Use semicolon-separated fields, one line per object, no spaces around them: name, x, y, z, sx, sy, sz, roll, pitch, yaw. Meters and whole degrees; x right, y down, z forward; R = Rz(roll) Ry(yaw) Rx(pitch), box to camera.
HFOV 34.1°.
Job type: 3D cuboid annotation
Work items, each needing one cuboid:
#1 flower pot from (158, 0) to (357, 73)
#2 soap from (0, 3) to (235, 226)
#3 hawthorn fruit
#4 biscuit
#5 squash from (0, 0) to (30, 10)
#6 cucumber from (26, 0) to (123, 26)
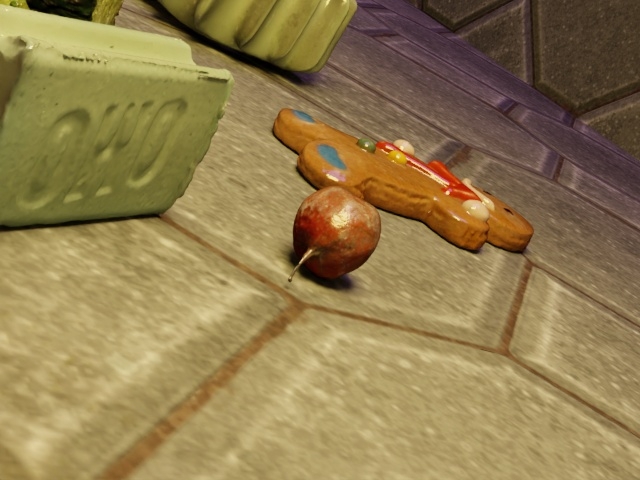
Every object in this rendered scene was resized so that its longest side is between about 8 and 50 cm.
flower pot;-0.131;-0.364;1.378;0.254;0.165;0.367;20;19;-44
soap;-0.143;-0.070;0.618;0.063;0.115;0.198;36;19;21
hawthorn fruit;0.000;0.000;0.747;0.066;0.067;0.103;35;34;18
biscuit;0.101;-0.061;1.096;0.324;0.049;0.205;22;18;-29
squash;-0.331;-0.235;0.874;0.201;0.066;0.066;33;18;3
cucumber;-0.353;-0.295;0.964;0.359;0.096;0.096;25;17;-1
